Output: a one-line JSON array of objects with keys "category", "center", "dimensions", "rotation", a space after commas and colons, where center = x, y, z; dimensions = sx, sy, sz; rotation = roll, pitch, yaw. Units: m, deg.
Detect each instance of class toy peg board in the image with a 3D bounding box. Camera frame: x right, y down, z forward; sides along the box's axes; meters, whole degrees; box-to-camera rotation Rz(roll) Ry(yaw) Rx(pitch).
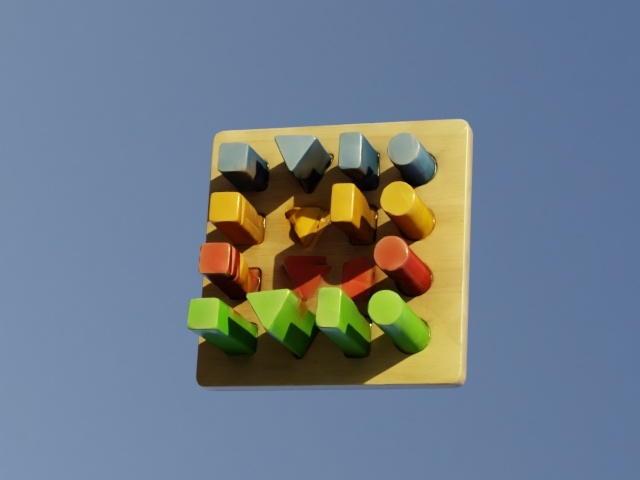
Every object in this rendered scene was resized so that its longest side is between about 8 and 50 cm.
[{"category": "toy peg board", "center": [0.000, 0.000, 1.127], "dimensions": [0.161, 0.079, 0.160], "rotation": [-2, -107, 16]}]
